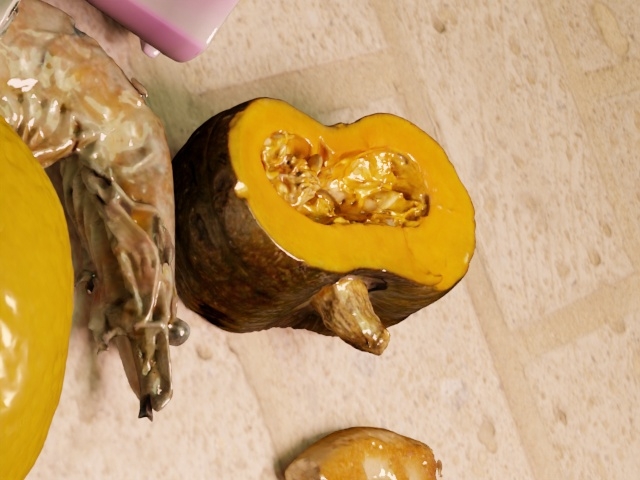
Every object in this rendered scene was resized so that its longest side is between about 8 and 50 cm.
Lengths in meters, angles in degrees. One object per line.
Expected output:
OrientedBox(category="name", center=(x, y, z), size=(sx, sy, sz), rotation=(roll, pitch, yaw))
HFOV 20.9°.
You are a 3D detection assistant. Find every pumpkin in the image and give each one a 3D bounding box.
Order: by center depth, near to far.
OrientedBox(category="pumpkin", center=(0.000, 0.000, 1.512), size=(0.317, 0.139, 0.221), rotation=(6, 67, -50))

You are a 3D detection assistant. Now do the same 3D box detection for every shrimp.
OrientedBox(category="shrimp", center=(-0.206, -0.024, 1.330), size=(0.247, 0.085, 0.360), rotation=(-19, 85, -43))

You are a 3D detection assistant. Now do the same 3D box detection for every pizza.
OrientedBox(category="pizza", center=(0.052, 0.239, 1.538), size=(0.182, 0.062, 0.161), rotation=(-20, 83, -57))

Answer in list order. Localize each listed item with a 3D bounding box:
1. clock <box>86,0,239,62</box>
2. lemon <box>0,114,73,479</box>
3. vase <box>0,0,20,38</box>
OrientedBox(category="clock", center=(-0.080, -0.313, 1.427), size=(0.102, 0.338, 0.338), rotation=(31, 50, -19))
OrientedBox(category="lemon", center=(-0.297, 0.046, 0.994), size=(0.336, 0.336, 0.336), rotation=(24, 56, -43))
OrientedBox(category="vase", center=(-0.357, -0.310, 1.146), size=(0.445, 0.250, 0.250), rotation=(57, 39, -25))
